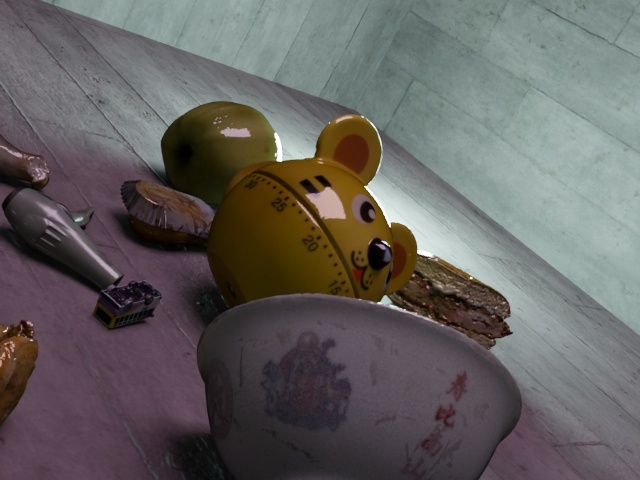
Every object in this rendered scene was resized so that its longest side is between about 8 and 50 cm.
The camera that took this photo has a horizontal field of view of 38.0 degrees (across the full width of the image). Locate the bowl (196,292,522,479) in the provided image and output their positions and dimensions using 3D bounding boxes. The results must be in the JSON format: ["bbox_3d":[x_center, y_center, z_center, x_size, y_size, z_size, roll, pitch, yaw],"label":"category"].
[{"bbox_3d":[0.026,0.269,1.169,0.435,0.435,0.196,25,53,-14],"label":"bowl"}]

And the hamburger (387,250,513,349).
[{"bbox_3d":[0.293,0.133,2.187,0.282,0.155,0.245,22,11,-37],"label":"hamburger"}]

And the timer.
[{"bbox_3d":[0.000,0.000,1.678,0.387,0.376,0.376,-31,50,-20],"label":"timer"}]

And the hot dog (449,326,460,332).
[{"bbox_3d":[0.227,0.233,1.924,0.084,0.073,0.242,34,20,27],"label":"hot dog"}]

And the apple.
[{"bbox_3d":[-0.228,-0.202,2.183,0.279,0.279,0.279,26,18,-9],"label":"apple"}]

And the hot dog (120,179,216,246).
[{"bbox_3d":[-0.299,-0.048,1.886,0.162,0.082,0.270,50,18,29],"label":"hot dog"}]

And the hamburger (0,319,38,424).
[{"bbox_3d":[-0.387,0.163,1.070,0.083,0.138,0.147,29,24,-4],"label":"hamburger"}]

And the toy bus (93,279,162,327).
[{"bbox_3d":[-0.308,0.102,1.489,0.052,0.058,0.102,37,24,22],"label":"toy bus"}]

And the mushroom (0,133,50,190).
[{"bbox_3d":[-0.607,-0.171,1.729,0.225,0.093,0.116,23,-3,-3],"label":"mushroom"}]

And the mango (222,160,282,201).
[{"bbox_3d":[-0.059,-0.049,2.047,0.301,0.220,0.445,31,8,4],"label":"mango"}]

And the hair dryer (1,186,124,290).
[{"bbox_3d":[-0.401,0.004,1.616,0.229,0.092,0.267,44,12,18],"label":"hair dryer"}]
